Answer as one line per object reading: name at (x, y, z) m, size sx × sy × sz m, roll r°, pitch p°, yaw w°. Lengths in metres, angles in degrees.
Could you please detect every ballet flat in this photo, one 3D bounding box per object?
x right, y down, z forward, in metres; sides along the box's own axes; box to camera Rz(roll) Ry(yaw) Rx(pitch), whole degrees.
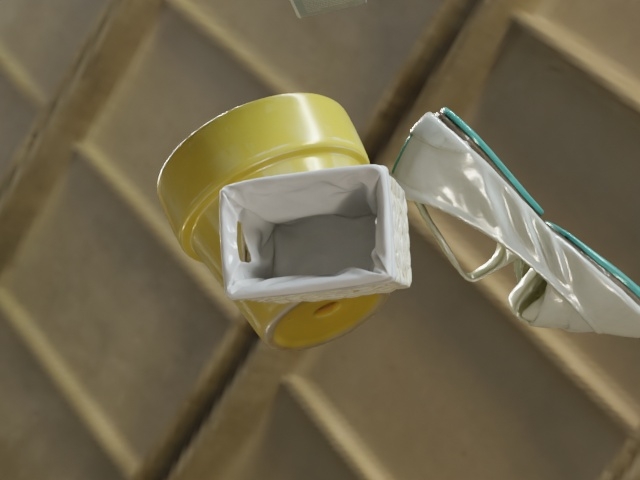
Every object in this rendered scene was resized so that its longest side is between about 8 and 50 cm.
ballet flat at (0.231, 0.015, 1.800) m, size 0.139 × 0.400 × 0.139 m, roll -43°, pitch -161°, yaw 19°

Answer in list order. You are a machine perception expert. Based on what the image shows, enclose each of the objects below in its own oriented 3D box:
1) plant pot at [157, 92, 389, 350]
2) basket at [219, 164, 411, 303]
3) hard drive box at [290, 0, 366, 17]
plant pot at (-0.037, -0.008, 1.881) m, size 0.254 × 0.254 × 0.239 m, roll -42°, pitch -119°, yaw 33°
basket at (0.000, 0.000, 1.492) m, size 0.167 × 0.103 × 0.113 m, roll -7°, pitch -103°, yaw 19°
hard drive box at (-0.021, -0.395, 1.790) m, size 0.089 × 0.232 × 0.181 m, roll -12°, pitch -117°, yaw 9°
